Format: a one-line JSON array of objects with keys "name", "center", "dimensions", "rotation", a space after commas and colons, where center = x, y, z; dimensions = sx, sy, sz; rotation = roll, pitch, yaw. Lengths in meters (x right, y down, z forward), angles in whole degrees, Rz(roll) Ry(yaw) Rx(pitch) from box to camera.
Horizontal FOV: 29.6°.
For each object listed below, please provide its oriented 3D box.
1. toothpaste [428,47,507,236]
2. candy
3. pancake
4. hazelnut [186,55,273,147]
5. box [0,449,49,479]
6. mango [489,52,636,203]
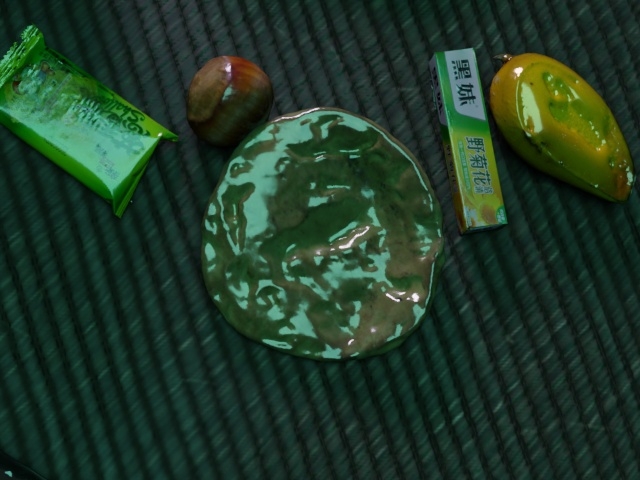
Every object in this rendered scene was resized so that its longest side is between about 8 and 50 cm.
[{"name": "toothpaste", "center": [0.140, -0.094, 1.166], "dimensions": [0.043, 0.037, 0.178], "rotation": [-8, 81, -7]}, {"name": "candy", "center": [-0.230, -0.111, 1.128], "dimensions": [0.178, 0.032, 0.102], "rotation": [36, 78, 1]}, {"name": "pancake", "center": [0.000, 0.000, 1.128], "dimensions": [0.242, 0.050, 0.242], "rotation": [0, 86, -2]}, {"name": "hazelnut", "center": [-0.084, -0.130, 1.131], "dimensions": [0.086, 0.086, 0.086], "rotation": [1, 79, -6]}, {"name": "box", "center": [-0.332, 0.265, 1.041], "dimensions": [0.212, 0.042, 0.201], "rotation": [35, 79, 1]}, {"name": "mango", "center": [0.232, -0.109, 1.167], "dimensions": [0.187, 0.066, 0.101], "rotation": [42, 70, -3]}]
